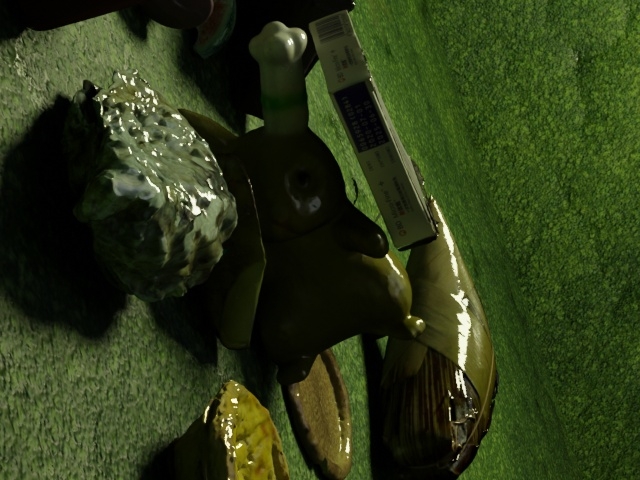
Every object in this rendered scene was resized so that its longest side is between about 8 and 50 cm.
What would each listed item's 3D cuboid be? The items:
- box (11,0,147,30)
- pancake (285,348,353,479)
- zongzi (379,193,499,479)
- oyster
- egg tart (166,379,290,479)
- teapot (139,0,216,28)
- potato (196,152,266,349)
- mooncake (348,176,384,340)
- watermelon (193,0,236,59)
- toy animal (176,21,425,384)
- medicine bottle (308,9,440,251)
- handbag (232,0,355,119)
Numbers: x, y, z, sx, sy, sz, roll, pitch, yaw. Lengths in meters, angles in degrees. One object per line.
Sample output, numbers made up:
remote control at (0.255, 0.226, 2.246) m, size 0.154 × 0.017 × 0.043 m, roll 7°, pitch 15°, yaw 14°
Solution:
box at (-0.197, -0.322, 1.247) m, size 0.167 × 0.193 × 0.294 m, roll -62°, pitch 134°, yaw -58°
pancake at (-0.002, 0.179, 1.729) m, size 0.199 × 0.021 × 0.199 m, roll -17°, pitch 90°, yaw -74°
zongzi at (0.140, 0.131, 1.990) m, size 0.289 × 0.154 × 0.318 m, roll -65°, pitch 146°, yaw -69°
oyster at (-0.142, -0.044, 1.260) m, size 0.268 × 0.112 × 0.198 m, roll -97°, pitch 162°, yaw -56°
egg tart at (-0.076, 0.214, 1.309) m, size 0.191 × 0.074 × 0.191 m, roll -17°, pitch 90°, yaw -77°
teapot at (-0.143, -0.296, 1.556) m, size 0.148 × 0.116 × 0.146 m, roll 65°, pitch 27°, yaw -44°
potato at (-0.096, 0.015, 1.439) m, size 0.119 × 0.054 × 0.198 m, roll 49°, pitch -35°, yaw 47°
mooncake at (0.059, 0.026, 1.950) m, size 0.347 × 0.057 × 0.150 m, roll 94°, pitch -20°, yaw -74°
watermelon at (-0.128, -0.240, 1.694) m, size 0.061 × 0.085 × 0.085 m, roll 31°, pitch 20°, yaw -1°
toy animal at (-0.032, -0.024, 1.553) m, size 0.180 × 0.181 × 0.363 m, roll -102°, pitch 169°, yaw -52°
medicine bottle at (0.054, -0.113, 1.533) m, size 0.171 × 0.052 × 0.201 m, roll -104°, pitch 170°, yaw -56°
handbag at (-0.036, -0.284, 1.781) m, size 0.080 × 0.223 × 0.247 m, roll 17°, pitch 43°, yaw -18°
